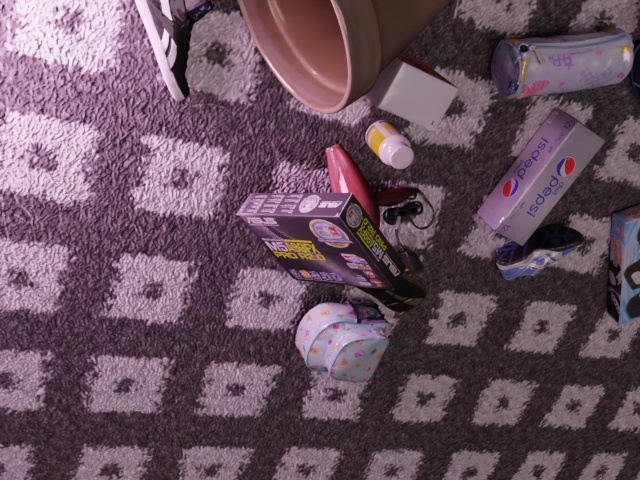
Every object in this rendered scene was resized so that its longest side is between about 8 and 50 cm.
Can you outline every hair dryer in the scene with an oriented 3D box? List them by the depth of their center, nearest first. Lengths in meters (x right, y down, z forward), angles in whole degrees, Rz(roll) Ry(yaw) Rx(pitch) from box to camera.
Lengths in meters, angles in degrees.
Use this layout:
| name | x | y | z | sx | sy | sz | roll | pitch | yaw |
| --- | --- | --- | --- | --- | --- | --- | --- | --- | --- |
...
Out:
| name | x | y | z | sx | sy | sz | roll | pitch | yaw |
| --- | --- | --- | --- | --- | --- | --- | --- | --- | --- |
| hair dryer | 0.108 | -0.076 | 1.520 | 0.080 | 0.223 | 0.293 | -30 | 116 | 34 |

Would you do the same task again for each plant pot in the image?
| name | x | y | z | sx | sy | sz | roll | pitch | yaw |
| --- | --- | --- | --- | --- | --- | --- | --- | --- | --- |
| plant pot | 0.056 | -0.411 | 1.219 | 0.280 | 0.323 | 0.323 | -33 | 127 | -20 |

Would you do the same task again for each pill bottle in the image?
| name | x | y | z | sx | sy | sz | roll | pitch | yaw |
| --- | --- | --- | --- | --- | --- | --- | --- | --- | --- |
| pill bottle | 0.136 | -0.184 | 1.471 | 0.065 | 0.116 | 0.065 | -9 | 122 | -15 |

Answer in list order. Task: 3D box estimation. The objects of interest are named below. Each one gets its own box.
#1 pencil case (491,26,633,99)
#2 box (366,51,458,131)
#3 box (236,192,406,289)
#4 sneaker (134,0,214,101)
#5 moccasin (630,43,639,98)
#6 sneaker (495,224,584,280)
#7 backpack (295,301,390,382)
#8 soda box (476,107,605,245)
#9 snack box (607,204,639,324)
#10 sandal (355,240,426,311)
| name | x | y | z | sx | sy | sz | roll | pitch | yaw |
| --- | --- | --- | --- | --- | --- | --- | --- | --- | --- |
| pencil case | 0.475 | -0.354 | 1.495 | 0.273 | 0.113 | 0.124 | -9 | 144 | -16 |
| box | 0.145 | -0.287 | 1.378 | 0.130 | 0.170 | 0.091 | 18 | 112 | -29 |
| box | 0.000 | 0.000 | 1.454 | 0.216 | 0.270 | 0.060 | 51 | 57 | -36 |
| sneaker | -0.224 | -0.345 | 1.261 | 0.121 | 0.079 | 0.216 | -20 | 123 | -6 |
| moccasin | 0.788 | -0.302 | 1.642 | 0.138 | 0.116 | 0.342 | -43 | 124 | 8 |
| sneaker | 0.511 | 0.029 | 1.772 | 0.211 | 0.080 | 0.081 | -18 | 131 | 2 |
| backpack | 0.046 | 0.223 | 1.672 | 0.189 | 0.144 | 0.165 | 11 | 121 | -23 |
| soda box | 0.473 | -0.135 | 1.641 | 0.098 | 0.091 | 0.286 | 25 | 108 | -29 |
| snack box | 0.822 | 0.048 | 1.902 | 0.187 | 0.060 | 0.321 | -18 | 124 | -10 |
| sandal | 0.127 | 0.059 | 1.639 | 0.120 | 0.086 | 0.303 | -28 | 138 | 15 |
